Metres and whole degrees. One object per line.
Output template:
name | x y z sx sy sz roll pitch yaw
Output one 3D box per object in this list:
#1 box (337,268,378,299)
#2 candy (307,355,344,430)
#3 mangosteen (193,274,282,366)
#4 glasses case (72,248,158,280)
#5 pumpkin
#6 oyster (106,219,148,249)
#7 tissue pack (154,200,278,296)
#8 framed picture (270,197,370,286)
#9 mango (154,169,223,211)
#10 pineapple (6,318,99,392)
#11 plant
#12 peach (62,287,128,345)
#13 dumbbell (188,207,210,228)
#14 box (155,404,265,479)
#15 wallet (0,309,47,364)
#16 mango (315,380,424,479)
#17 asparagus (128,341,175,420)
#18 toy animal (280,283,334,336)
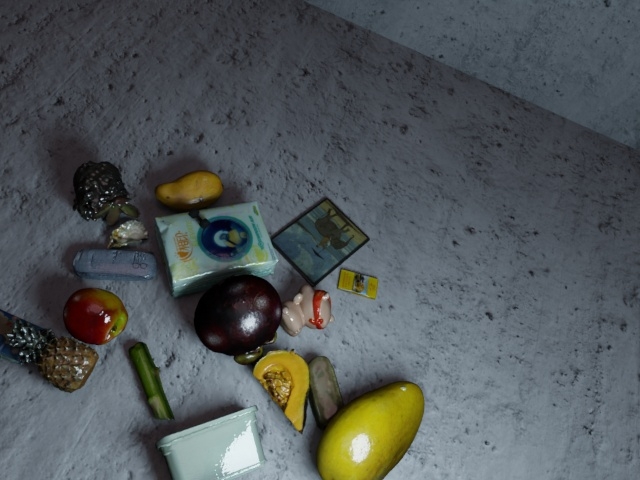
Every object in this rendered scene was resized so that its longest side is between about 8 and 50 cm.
box | 0.147 0.172 2.137 0.155 0.023 0.087 16 54 -6
candy | 0.012 0.515 1.848 0.102 0.104 0.234 -12 63 -16
mangosteen | -0.269 0.262 1.815 0.296 0.297 0.294 -4 70 -17
glasses case | -0.718 0.087 1.924 0.282 0.067 0.109 5 57 -14
pumpkin | -0.085 0.489 1.811 0.163 0.111 0.278 -38 62 -14
oyster | -0.698 -0.018 2.004 0.121 0.045 0.146 14 50 -3
tissue pack | -0.380 0.025 1.999 0.387 0.162 0.288 -12 61 -22
framed picture | 0.000 0.000 2.204 0.347 0.016 0.265 -37 76 -29
mango | -0.505 -0.188 2.125 0.261 0.109 0.157 -14 74 -17
pineapple | -0.827 0.343 1.668 0.278 0.158 0.158 32 56 -9
plant | -0.794 -0.160 1.989 0.204 0.178 0.234 -12 73 -33
peach | -0.732 0.239 1.763 0.197 0.197 0.198 7 58 -11
dumbbell | -0.427 -0.077 1.933 0.083 0.036 0.040 42 54 17
box | -0.321 0.639 1.652 0.311 0.175 0.183 -14 73 -22
wallet | -0.996 0.299 1.727 0.202 0.059 0.141 24 50 -2
mango | 0.171 0.602 1.735 0.220 0.302 0.445 19 44 39
asparagus | -0.543 0.458 1.758 0.067 0.060 0.278 -7 60 -41
toy animal | -0.049 0.250 1.944 0.197 0.171 0.171 -18 66 -16
